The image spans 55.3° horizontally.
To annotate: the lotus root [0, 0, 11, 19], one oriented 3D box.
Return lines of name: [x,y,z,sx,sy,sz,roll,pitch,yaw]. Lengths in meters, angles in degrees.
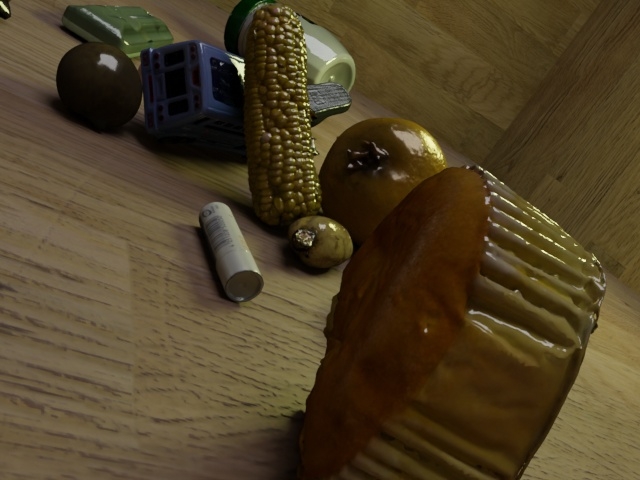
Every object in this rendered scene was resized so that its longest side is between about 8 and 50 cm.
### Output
lotus root: [-0.331,-0.117,0.277,0.316,0.250,0.316,39,20,-18]

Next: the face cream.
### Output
face cream: [-0.088,-0.541,1.772,0.357,0.219,0.312,37,20,21]

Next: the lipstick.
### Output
lipstick: [-0.097,0.007,0.641,0.040,0.040,0.141,21,21,-34]

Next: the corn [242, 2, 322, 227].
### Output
corn: [-0.052,-0.162,0.808,0.101,0.292,0.101,-2,6,0]

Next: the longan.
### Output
longan: [-0.276,-0.192,0.769,0.092,0.113,0.113,-7,-6,33]

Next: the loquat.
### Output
loquat: [0.096,-0.089,0.951,0.208,0.208,0.208,30,18,-11]

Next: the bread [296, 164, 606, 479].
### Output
bread: [0.075,0.074,0.435,0.133,0.250,0.179,28,7,-13]

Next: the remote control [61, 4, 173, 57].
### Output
remote control: [-0.383,-0.421,1.207,0.128,0.065,0.335,33,18,-10]

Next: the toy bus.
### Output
toy bus: [-0.125,-0.201,0.908,0.133,0.125,0.292,-6,-3,29]

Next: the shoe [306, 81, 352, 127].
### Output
shoe: [-0.039,-0.316,1.485,0.241,0.093,0.108,-16,66,-30]

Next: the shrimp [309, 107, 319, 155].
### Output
shrimp: [-0.066,-0.240,1.267,0.222,0.054,0.290,40,28,24]

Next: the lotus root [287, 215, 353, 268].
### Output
lotus root: [0.000,0.000,0.785,0.072,0.063,0.152,59,20,13]

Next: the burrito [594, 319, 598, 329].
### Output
burrito: [0.511,0.099,1.409,0.096,0.066,0.309,20,25,-43]

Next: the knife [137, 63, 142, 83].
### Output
knife: [-0.184,-0.281,1.139,0.336,0.043,0.081,-5,44,-47]
